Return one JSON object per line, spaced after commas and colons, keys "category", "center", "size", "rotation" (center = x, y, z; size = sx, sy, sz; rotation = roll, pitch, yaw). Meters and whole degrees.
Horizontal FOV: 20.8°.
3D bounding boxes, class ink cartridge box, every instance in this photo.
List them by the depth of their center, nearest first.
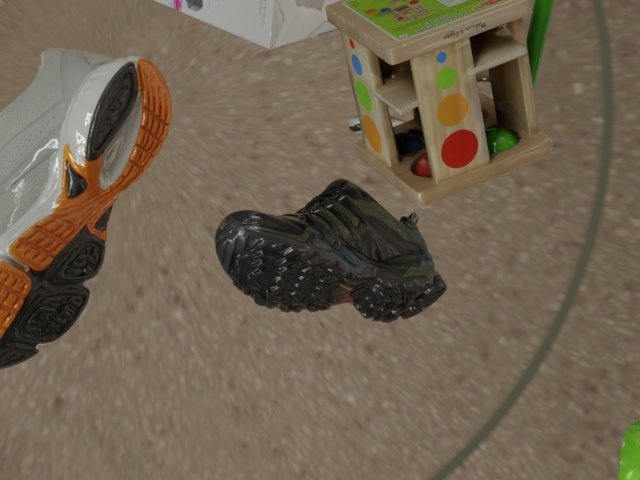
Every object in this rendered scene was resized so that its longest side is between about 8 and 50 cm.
{"category": "ink cartridge box", "center": [-0.061, -0.191, 1.167], "size": [0.104, 0.181, 0.061], "rotation": [-21, 128, -44]}

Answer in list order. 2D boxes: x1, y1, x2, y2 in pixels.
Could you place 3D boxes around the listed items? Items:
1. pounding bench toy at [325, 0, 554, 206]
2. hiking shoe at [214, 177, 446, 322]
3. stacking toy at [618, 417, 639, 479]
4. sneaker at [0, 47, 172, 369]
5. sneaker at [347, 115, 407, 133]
{"category": "pounding bench toy", "center": [0.055, -0.056, 0.592], "size": [0.083, 0.052, 0.065], "rotation": [-22, 120, -15]}
{"category": "hiking shoe", "center": [0.000, 0.000, 1.500], "size": [0.227, 0.114, 0.086], "rotation": [15, 135, -36]}
{"category": "stacking toy", "center": [0.205, 0.079, 0.544], "size": [0.167, 0.221, 0.052], "rotation": [6, 85, 30]}
{"category": "sneaker", "center": [-0.217, -0.027, 1.305], "size": [0.262, 0.121, 0.099], "rotation": [-60, 141, -10]}
{"category": "sneaker", "center": [0.062, -0.083, 1.431], "size": [0.083, 0.032, 0.037], "rotation": [8, 101, 2]}
